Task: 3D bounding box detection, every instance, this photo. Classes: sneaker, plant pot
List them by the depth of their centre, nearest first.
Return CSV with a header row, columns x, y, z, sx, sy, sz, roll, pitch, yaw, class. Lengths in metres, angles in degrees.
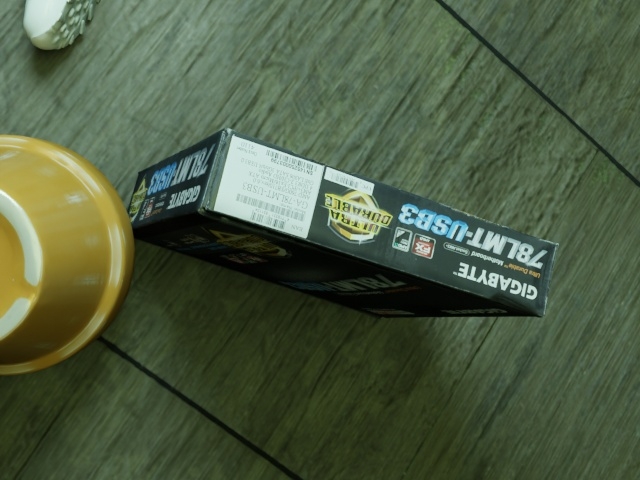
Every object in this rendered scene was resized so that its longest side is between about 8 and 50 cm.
x,y,z,sx,sy,sz,roll,pitch,yaw,class
-0.261,0.014,0.799,0.205,0.188,0.205,0,92,-3,plant pot
-0.235,-0.287,0.925,0.094,0.090,0.235,17,77,-7,sneaker

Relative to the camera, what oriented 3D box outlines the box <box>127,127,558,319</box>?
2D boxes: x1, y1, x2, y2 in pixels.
x,y,z,sx,sy,sz,roll,pitch,yaw,class
0.000,0.000,0.879,0.293,0.295,0.073,20,80,-21,box
